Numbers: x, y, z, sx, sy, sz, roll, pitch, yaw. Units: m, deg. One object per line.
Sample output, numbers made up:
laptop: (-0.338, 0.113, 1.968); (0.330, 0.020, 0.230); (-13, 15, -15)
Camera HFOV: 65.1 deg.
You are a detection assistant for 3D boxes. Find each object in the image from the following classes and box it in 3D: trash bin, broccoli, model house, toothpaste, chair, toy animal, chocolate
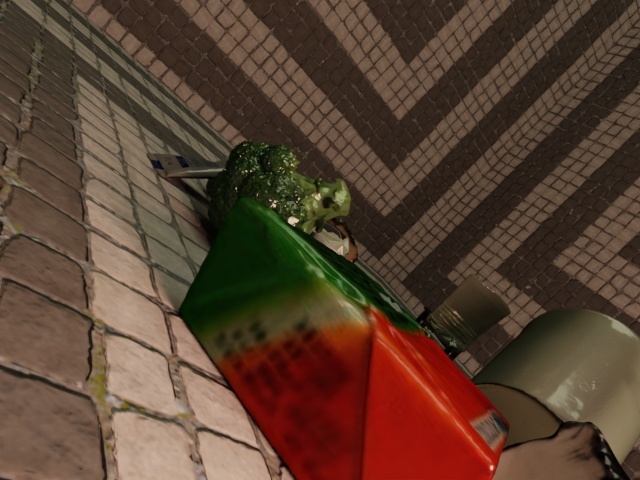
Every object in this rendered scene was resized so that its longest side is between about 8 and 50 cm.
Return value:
trash bin: (0.431, 0.298, 0.916); (0.432, 0.280, 0.280); (-14, 52, -45)
broccoli: (-0.073, -0.054, 0.928); (0.270, 0.270, 0.270); (-10, 37, -26)
model house: (0.000, 0.000, 1.551); (0.172, 0.166, 0.183); (44, -8, 46)
toothpaste: (-0.224, -0.155, 1.064); (0.266, 0.061, 0.096); (-3, 35, -36)
chair: (0.365, 0.248, 1.442); (0.160, 0.319, 0.186); (45, 5, 9)
toy animal: (0.278, 0.361, 0.536); (0.267, 0.212, 0.212); (59, 1, -14)
chocolate: (0.041, 0.148, 0.595); (0.341, 0.161, 0.360); (47, 6, 25)

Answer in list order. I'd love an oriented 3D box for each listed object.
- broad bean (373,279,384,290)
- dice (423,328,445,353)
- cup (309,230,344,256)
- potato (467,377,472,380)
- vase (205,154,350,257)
broad bean: (0.077, 0.167, 1.130); (0.189, 0.121, 0.263); (51, 21, 16)
dice: (0.229, 0.278, 1.270); (0.131, 0.120, 0.128); (42, 6, 5)
cup: (-0.035, 0.047, 1.039); (0.128, 0.129, 0.095); (40, -1, -6)
potato: (0.451, 0.476, 1.523); (0.147, 0.112, 0.112); (39, 1, 38)
vase: (-0.101, -0.050, 1.193); (0.360, 0.165, 0.165); (41, 5, 4)
